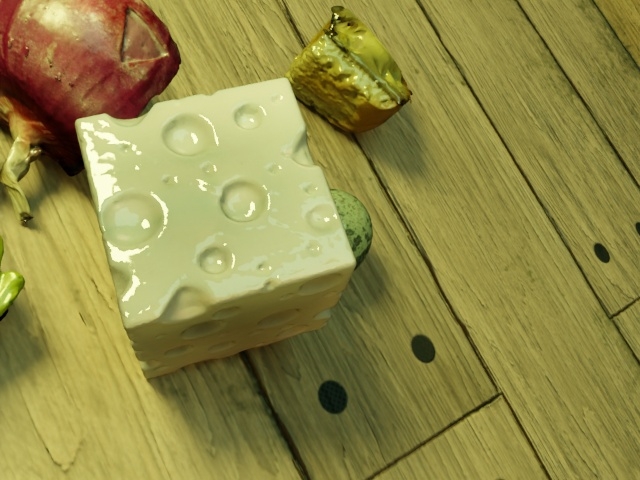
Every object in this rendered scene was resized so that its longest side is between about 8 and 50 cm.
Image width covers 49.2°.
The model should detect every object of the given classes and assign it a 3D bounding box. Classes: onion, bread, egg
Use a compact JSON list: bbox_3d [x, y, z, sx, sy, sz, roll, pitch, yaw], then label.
[{"bbox_3d":[-0.323,-0.229,0.863,0.230,0.256,0.272,46,31,-21],"label":"onion"},{"bbox_3d":[0.055,-0.277,1.202,0.204,0.162,0.262,36,27,-9],"label":"bread"},{"bbox_3d":[0.000,0.000,1.016,0.132,0.132,0.172,47,61,-1],"label":"egg"}]

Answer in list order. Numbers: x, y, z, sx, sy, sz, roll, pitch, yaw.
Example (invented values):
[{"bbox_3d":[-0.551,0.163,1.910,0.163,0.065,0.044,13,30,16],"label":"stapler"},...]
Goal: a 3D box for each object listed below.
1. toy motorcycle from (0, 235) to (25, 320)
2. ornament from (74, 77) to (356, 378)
[{"bbox_3d":[-0.410,-0.024,0.730,0.142,0.206,0.342,-19,62,-7],"label":"toy motorcycle"},{"bbox_3d":[-0.125,-0.007,0.817,0.240,0.239,0.239,-15,70,-14],"label":"ornament"}]
